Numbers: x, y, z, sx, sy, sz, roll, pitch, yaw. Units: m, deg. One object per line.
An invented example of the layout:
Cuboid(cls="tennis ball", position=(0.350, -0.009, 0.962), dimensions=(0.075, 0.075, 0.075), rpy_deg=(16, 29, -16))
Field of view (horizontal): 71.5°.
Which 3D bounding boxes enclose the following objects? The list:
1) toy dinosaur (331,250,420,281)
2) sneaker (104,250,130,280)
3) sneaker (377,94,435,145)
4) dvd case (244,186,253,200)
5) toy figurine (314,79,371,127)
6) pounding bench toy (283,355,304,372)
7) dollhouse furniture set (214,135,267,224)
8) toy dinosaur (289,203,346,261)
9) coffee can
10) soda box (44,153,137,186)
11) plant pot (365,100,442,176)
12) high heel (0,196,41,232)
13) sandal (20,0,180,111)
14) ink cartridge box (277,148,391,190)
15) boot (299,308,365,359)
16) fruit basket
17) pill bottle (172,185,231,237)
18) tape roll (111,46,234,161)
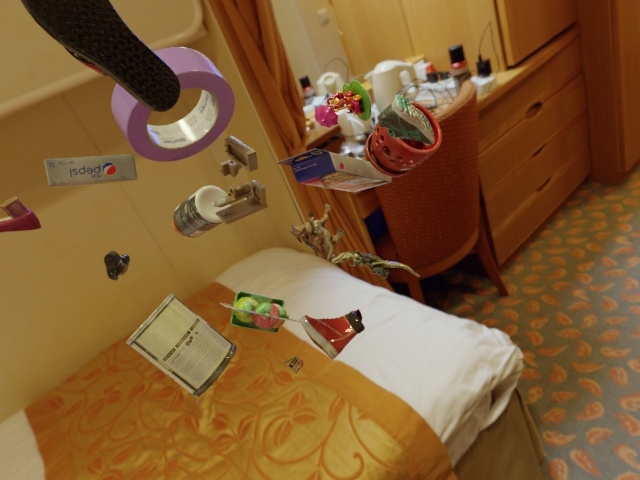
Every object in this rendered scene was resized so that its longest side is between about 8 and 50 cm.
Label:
Cuboid(cls="toy dinosaur", position=(0.157, 0.070, 1.294), dimensions=(0.268, 0.064, 0.118), rpy_deg=(13, 8, 13))
Cuboid(cls="sneaker", position=(-0.687, 0.071, 1.514), dimensions=(0.051, 0.170, 0.089), rpy_deg=(22, 44, -2))
Cuboid(cls="sneaker", position=(0.178, -0.239, 0.930), dimensions=(0.076, 0.166, 0.065), rpy_deg=(-28, 55, 32))
Cuboid(cls="dvd case", position=(-0.318, -0.192, 2.077), dimensions=(0.087, 0.119, 0.013), rpy_deg=(-22, -12, 31))
Cuboid(cls="toy figurine", position=(0.048, -0.422, 1.405), dimensions=(0.159, 0.130, 0.173), rpy_deg=(-25, 43, -13))
Cuboid(cls="pounding bench toy", position=(-0.124, 0.567, 2.069), dimensions=(0.083, 0.052, 0.065), rpy_deg=(36, 73, 16))
Cuboid(cls="dollhouse furniture set", position=(-0.231, -0.156, 1.130), dimensions=(0.123, 0.151, 0.144), rpy_deg=(-28, 47, -29))
Cuboid(cls="toy dinosaur", position=(0.000, 0.000, 1.719), dimensions=(0.127, 0.200, 0.296), rpy_deg=(-11, 48, -24))
Cuboid(cls="coffee can", position=(-0.435, 0.329, 1.408), dimensions=(0.201, 0.275, 0.201), rpy_deg=(-45, 10, 11))
Cuboid(cls="soda box", position=(-0.818, -0.251, 1.598), dimensions=(0.286, 0.098, 0.091), rpy_deg=(-11, 9, -29))
Cuboid(cls="plant pot", position=(0.242, -0.297, 1.352), dimensions=(0.191, 0.191, 0.174), rpy_deg=(-43, -3, -34))
Cuboid(cls="high heel", position=(-0.933, -0.011, 1.269), dimensions=(0.082, 0.117, 0.244), rpy_deg=(8, 46, 34))
Cuboid(cls="sandal", position=(-0.209, -0.189, 0.419), dimensions=(0.040, 0.179, 0.067), rpy_deg=(14, 70, 34))
Cuboid(cls="ink cartridge box", position=(0.055, -0.223, 1.457), dimensions=(0.175, 0.069, 0.371), rpy_deg=(-10, -11, 44))
Cuboid(cls="boot", position=(0.042, 0.277, 1.486), dimensions=(0.176, 0.088, 0.244), rpy_deg=(-40, 29, -14))
Cuboid(cls="fruit basket", position=(-0.242, 0.309, 1.942), dimensions=(0.353, 0.327, 0.165), rpy_deg=(-16, 62, 60))
Cuboid(cls="pill bottle", position=(-0.413, -0.086, 1.500), dimensions=(0.245, 0.130, 0.130), rpy_deg=(-21, 20, 47))
Cuboid(cls="tape roll", position=(-0.349, -0.320, 1.076), dimensions=(0.274, 0.275, 0.090), rpy_deg=(-31, 70, -15))
